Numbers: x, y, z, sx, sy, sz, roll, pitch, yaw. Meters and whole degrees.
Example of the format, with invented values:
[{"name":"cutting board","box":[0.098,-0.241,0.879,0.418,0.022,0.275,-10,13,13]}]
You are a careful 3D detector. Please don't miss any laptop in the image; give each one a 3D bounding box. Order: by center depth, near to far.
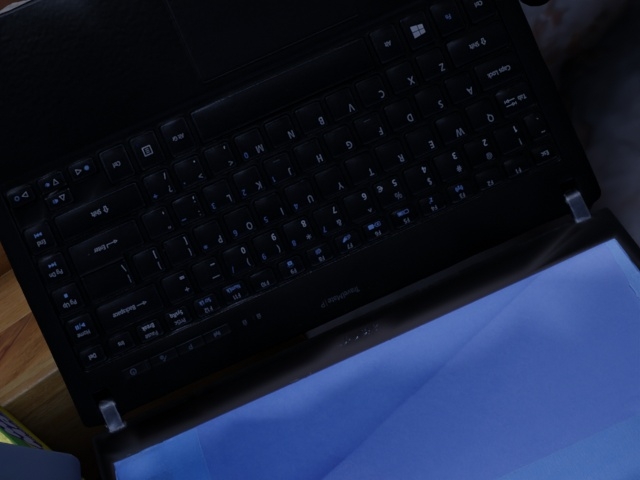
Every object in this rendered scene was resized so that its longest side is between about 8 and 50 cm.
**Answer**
[{"name":"laptop","box":[0.000,0.000,0.597,0.234,0.264,0.136,-24,3,-3]}]

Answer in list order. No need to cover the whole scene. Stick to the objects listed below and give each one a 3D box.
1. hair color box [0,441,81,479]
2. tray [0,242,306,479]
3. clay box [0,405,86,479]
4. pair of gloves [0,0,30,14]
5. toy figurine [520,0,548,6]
[{"name":"hair color box","box":[-0.237,0.222,0.578,0.374,0.114,0.185,-30,59,29]},{"name":"tray","box":[-0.209,0.082,0.828,0.411,0.076,0.203,-33,36,11]},{"name":"clay box","box":[-0.171,0.125,0.676,0.222,0.053,0.127,34,86,28]},{"name":"pair of gloves","box":[-0.133,-0.196,1.078,0.204,0.042,0.240,10,59,49]},{"name":"toy figurine","box":[0.012,-0.174,0.762,0.148,0.213,0.209,-52,13,-10]}]
